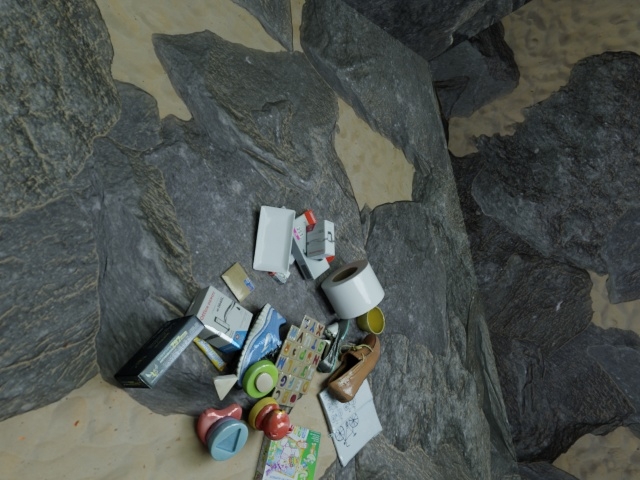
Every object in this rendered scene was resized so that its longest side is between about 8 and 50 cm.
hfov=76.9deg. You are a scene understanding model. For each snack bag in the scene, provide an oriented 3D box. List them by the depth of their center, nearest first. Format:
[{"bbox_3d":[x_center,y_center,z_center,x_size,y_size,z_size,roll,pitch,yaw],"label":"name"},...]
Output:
[{"bbox_3d":[0.143,0.773,1.802,0.323,0.037,0.342,-15,88,-48],"label":"snack bag"}]

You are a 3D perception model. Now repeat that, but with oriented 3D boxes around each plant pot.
[{"bbox_3d":[0.237,0.397,1.988,0.134,0.095,0.134,18,64,-41],"label":"plant pot"}]

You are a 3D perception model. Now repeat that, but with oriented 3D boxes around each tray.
[{"bbox_3d":[-0.191,-0.003,1.670,0.145,0.030,0.270,8,78,-12],"label":"tray"}]

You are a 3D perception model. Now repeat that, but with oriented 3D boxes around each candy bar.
[{"bbox_3d":[-0.383,0.385,1.396,0.161,0.018,0.040,56,44,-15],"label":"candy bar"}]

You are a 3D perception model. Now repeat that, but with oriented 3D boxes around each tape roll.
[{"bbox_3d":[0.148,0.221,1.847,0.246,0.246,0.169,-40,105,-46],"label":"tape roll"}]

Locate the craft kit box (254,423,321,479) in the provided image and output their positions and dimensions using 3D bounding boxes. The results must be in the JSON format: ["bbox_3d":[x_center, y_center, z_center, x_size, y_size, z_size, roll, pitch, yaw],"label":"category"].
[{"bbox_3d":[-0.119,0.819,1.497,0.250,0.061,0.246,34,57,-34],"label":"craft kit box"}]

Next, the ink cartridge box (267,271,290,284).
[{"bbox_3d":[-0.184,0.126,1.689,0.115,0.029,0.062,48,47,-24],"label":"ink cartridge box"}]

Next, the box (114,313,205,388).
[{"bbox_3d":[-0.474,0.328,1.197,0.059,0.183,0.232,54,45,-19],"label":"box"}]

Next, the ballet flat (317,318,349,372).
[{"bbox_3d":[0.049,0.442,1.781,0.096,0.095,0.280,36,52,-18],"label":"ballet flat"}]

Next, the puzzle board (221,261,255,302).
[{"bbox_3d":[-0.316,0.161,1.552,0.128,0.011,0.096,59,42,-15],"label":"puzzle board"}]

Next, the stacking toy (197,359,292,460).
[{"bbox_3d":[-0.228,0.563,1.322,0.309,0.130,0.279,-4,109,-40],"label":"stacking toy"}]

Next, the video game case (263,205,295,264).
[{"bbox_3d":[-0.151,-0.024,1.782,0.201,0.023,0.183,52,45,-20],"label":"video game case"}]

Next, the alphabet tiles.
[{"bbox_3d":[-0.083,0.473,1.576,0.285,0.011,0.342,44,64,-52],"label":"alphabet tiles"}]

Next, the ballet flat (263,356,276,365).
[{"bbox_3d":[-0.182,0.473,1.551,0.168,0.052,0.057,46,47,-25],"label":"ballet flat"}]

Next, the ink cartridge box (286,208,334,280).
[{"bbox_3d":[-0.036,0.010,1.834,0.239,0.060,0.275,-35,103,-46],"label":"ink cartridge box"}]

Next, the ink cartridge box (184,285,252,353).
[{"bbox_3d":[-0.355,0.276,1.404,0.203,0.086,0.148,42,42,-29],"label":"ink cartridge box"}]

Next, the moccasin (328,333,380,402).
[{"bbox_3d":[0.151,0.541,1.805,0.147,0.139,0.380,55,49,-6],"label":"moccasin"}]

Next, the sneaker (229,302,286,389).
[{"bbox_3d":[-0.213,0.391,1.467,0.147,0.130,0.330,32,52,-8],"label":"sneaker"}]

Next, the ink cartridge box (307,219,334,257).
[{"bbox_3d":[0.000,0.000,1.748,0.063,0.109,0.150,18,65,-46],"label":"ink cartridge box"}]
